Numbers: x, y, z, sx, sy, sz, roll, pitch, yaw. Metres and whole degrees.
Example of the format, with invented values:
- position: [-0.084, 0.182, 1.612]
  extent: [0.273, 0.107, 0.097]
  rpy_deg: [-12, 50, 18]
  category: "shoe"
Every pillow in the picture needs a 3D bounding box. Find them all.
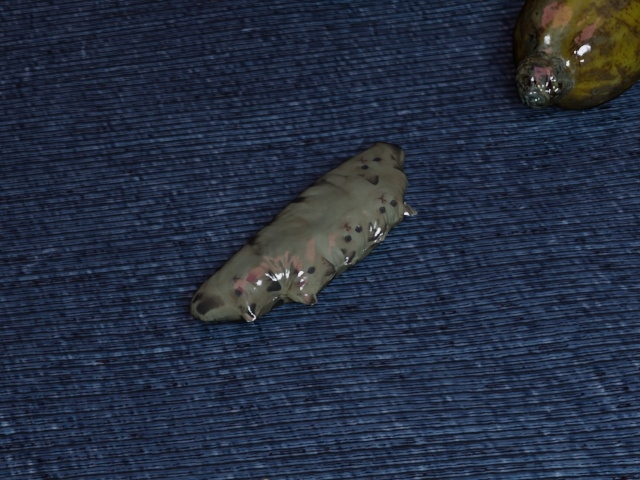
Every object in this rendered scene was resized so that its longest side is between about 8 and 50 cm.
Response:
- position: [0.001, 0.000, 1.381]
  extent: [0.093, 0.051, 0.241]
  rpy_deg: [29, 56, 34]
  category: "pillow"

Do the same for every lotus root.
- position: [0.229, -0.176, 1.457]
  extent: [0.120, 0.120, 0.209]
  rpy_deg: [20, 50, 29]
  category: "lotus root"

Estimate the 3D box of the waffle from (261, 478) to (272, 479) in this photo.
- position: [-0.042, 0.256, 1.152]
  extent: [0.125, 0.032, 0.191]
  rpy_deg: [21, 53, 28]
  category: "waffle"
